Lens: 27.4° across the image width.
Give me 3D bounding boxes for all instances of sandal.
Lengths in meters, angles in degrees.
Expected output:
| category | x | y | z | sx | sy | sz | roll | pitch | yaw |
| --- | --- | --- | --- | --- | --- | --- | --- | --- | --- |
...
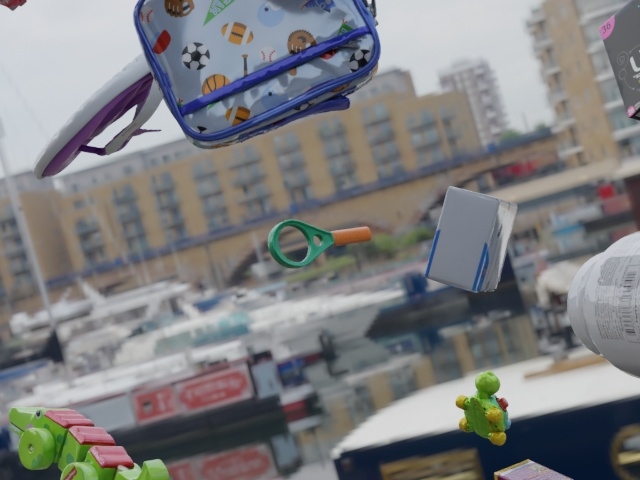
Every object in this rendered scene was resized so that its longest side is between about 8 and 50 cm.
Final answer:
| category | x | y | z | sx | sy | sz | roll | pitch | yaw |
| --- | --- | --- | --- | --- | --- | --- | --- | --- | --- |
| sandal | -0.281 | -0.223 | 2.100 | 0.416 | 0.102 | 0.169 | -42 | -1 | -12 |

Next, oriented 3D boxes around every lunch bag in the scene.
| category | x | y | z | sx | sy | sz | roll | pitch | yaw |
| --- | --- | --- | --- | --- | --- | --- | --- | --- | --- |
| lunch bag | -0.073 | -0.260 | 1.714 | 0.303 | 0.243 | 0.115 | -24 | -8 | -3 |

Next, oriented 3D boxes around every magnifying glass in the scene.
| category | x | y | z | sx | sy | sz | roll | pitch | yaw |
| --- | --- | --- | --- | --- | --- | --- | --- | --- | --- |
| magnifying glass | 0.000 | 0.000 | 2.485 | 0.231 | 0.092 | 0.026 | -8 | -12 | -35 |

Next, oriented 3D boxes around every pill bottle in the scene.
| category | x | y | z | sx | sy | sz | roll | pitch | yaw |
| --- | --- | --- | --- | --- | --- | --- | --- | --- | --- |
| pill bottle | 0.292 | 0.053 | 1.086 | 0.131 | 0.131 | 0.229 | -16 | 0 | -10 |

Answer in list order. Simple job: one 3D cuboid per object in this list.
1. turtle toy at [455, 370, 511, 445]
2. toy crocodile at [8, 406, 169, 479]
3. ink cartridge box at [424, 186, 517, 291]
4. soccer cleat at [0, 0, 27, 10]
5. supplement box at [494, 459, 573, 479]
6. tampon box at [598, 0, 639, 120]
| category | x | y | z | sx | sy | sz | roll | pitch | yaw |
| --- | --- | --- | --- | --- | --- | --- | --- | --- | --- |
| turtle toy | 0.286 | 0.285 | 2.254 | 0.095 | 0.130 | 0.066 | 19 | 41 | 42 |
| toy crocodile | -0.354 | 0.318 | 1.967 | 0.115 | 0.105 | 0.340 | 10 | 11 | -44 |
| ink cartridge box | 0.239 | 0.000 | 2.058 | 0.086 | 0.148 | 0.203 | 15 | 2 | 16 |
| soccer cleat | -0.362 | -0.337 | 1.575 | 0.083 | 0.095 | 0.248 | -36 | 10 | 9 |
| supplement box | 0.249 | 0.292 | 1.523 | 0.055 | 0.043 | 0.083 | -14 | 15 | -27 |
| tampon box | 0.473 | -0.252 | 1.790 | 0.101 | 0.161 | 0.120 | 11 | -37 | -33 |
